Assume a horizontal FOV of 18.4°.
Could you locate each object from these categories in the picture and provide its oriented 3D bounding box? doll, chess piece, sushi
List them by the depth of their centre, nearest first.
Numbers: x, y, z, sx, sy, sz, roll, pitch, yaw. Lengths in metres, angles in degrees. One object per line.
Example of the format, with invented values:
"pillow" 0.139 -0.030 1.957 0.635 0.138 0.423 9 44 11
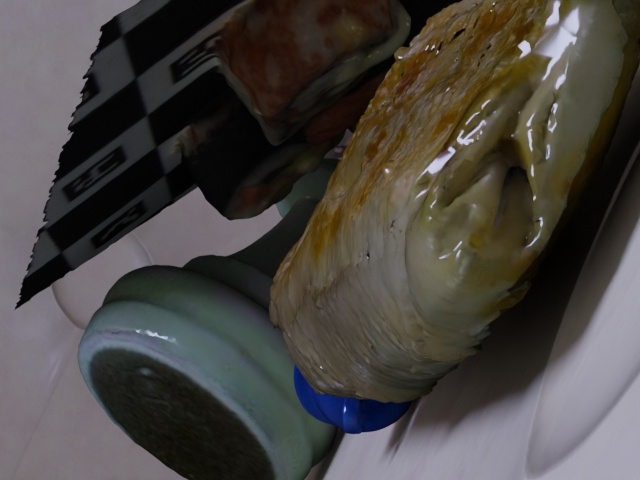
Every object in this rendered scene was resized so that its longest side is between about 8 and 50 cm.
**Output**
"doll" 0.020 0.032 0.782 0.143 0.057 0.099 -78 -12 -58
"sushi" 0.024 -0.078 0.897 0.320 0.069 0.339 -35 -8 -23
"chess piece" 0.000 0.000 1.055 0.272 0.139 0.139 -52 -5 -31

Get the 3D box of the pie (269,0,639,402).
"pie" 0.039 -0.015 0.596 0.282 0.068 0.129 126 168 -77
